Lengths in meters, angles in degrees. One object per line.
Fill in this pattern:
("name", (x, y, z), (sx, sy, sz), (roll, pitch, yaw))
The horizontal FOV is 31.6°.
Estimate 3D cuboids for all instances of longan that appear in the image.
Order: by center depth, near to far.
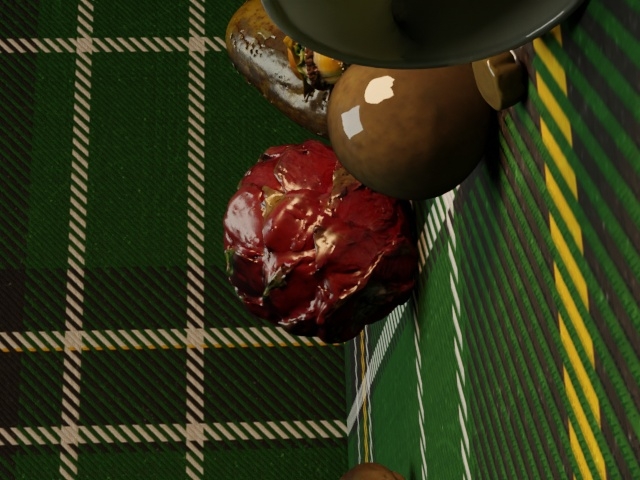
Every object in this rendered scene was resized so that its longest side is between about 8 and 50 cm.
("longan", (0.089, -0.124, 1.146), (0.187, 0.167, 0.167), (-127, 36, -79))

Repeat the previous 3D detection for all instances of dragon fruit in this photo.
("dragon fruit", (-0.002, 0.002, 1.765), (0.329, 0.329, 0.329), (179, 90, -88))

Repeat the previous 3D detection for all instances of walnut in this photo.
("walnut", (0.086, 0.437, 1.830), (0.162, 0.140, 0.140), (-120, 28, -69))

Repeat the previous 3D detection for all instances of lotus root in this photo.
("lotus root", (-0.006, -0.284, 1.886), (0.397, 0.196, 0.179), (37, 147, 31))

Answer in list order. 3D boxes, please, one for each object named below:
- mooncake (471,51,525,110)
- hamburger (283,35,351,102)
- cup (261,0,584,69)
("mooncake", (0.145, -0.245, 1.110), (0.150, 0.057, 0.347), (89, 177, -61))
("hamburger", (0.015, -0.288, 1.611), (0.189, 0.093, 0.164), (58, -134, -68))
("cup", (0.087, -0.308, 0.848), (0.323, 0.237, 0.327), (34, -132, -55))
